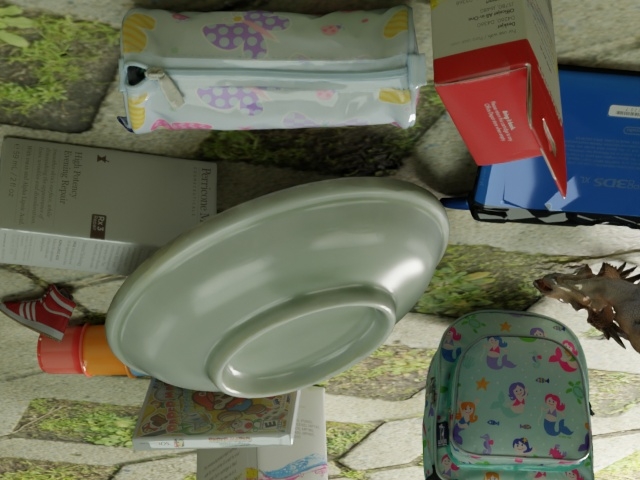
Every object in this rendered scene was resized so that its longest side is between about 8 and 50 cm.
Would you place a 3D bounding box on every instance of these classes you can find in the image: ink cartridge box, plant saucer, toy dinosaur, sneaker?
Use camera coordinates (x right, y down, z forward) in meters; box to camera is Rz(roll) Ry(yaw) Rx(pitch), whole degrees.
[{"bbox_3d":[-0.090,0.386,2.109,0.131,0.306,0.226,13,151,-25],"label":"ink cartridge box"},{"bbox_3d":[-0.031,0.081,1.538,0.400,0.100,0.400,-18,155,-9],"label":"plant saucer"},{"bbox_3d":[0.141,-0.155,1.117,0.078,0.231,0.134,-10,151,19],"label":"ink cartridge box"},{"bbox_3d":[0.410,0.113,1.670,0.127,0.295,0.200,-35,171,-19],"label":"toy dinosaur"},{"bbox_3d":[-0.364,0.084,1.817,0.118,0.067,0.042,19,169,35],"label":"sneaker"}]

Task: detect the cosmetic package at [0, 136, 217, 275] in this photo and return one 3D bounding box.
[{"bbox_3d":[-0.228,-0.031,1.494,0.231,0.117,0.085,5,151,-12],"label":"cosmetic package"}]

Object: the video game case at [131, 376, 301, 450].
[{"bbox_3d":[-0.129,0.203,1.869,0.206,0.227,0.026,-3,118,6],"label":"video game case"}]

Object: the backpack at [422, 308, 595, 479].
[{"bbox_3d":[0.245,0.213,1.829,0.225,0.253,0.191,5,149,-2],"label":"backpack"}]

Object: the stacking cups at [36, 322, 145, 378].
[{"bbox_3d":[-0.222,0.147,1.871,0.316,0.096,0.096,-3,153,7],"label":"stacking cups"}]

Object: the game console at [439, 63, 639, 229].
[{"bbox_3d":[0.294,-0.092,1.469,0.293,0.173,0.250,4,122,-8],"label":"game console"}]

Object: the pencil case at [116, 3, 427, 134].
[{"bbox_3d":[-0.045,-0.154,1.249,0.273,0.113,0.124,-1,175,-1],"label":"pencil case"}]
